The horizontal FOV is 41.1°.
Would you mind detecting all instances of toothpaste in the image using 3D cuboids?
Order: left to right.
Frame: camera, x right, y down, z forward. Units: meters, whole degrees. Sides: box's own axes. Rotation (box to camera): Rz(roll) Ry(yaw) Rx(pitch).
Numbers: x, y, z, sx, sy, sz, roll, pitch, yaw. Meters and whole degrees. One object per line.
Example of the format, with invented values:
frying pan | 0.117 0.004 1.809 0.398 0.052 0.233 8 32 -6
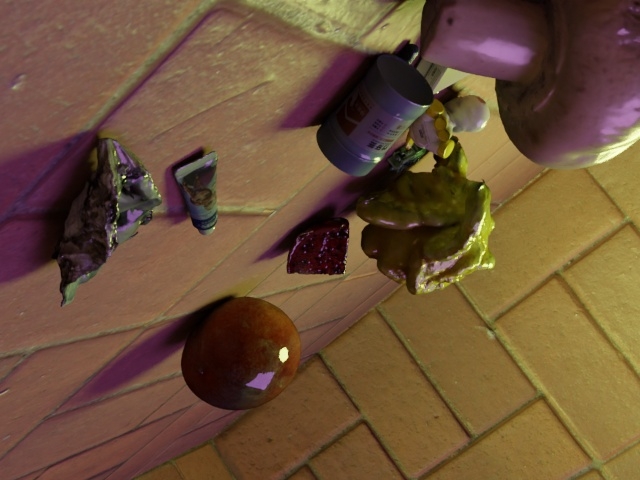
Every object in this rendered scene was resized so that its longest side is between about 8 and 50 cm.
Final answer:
toothpaste | -0.163 -0.058 1.160 0.062 0.037 0.216 -32 162 -16

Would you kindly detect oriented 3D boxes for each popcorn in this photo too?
popcorn | 0.236 -0.031 1.756 0.325 0.290 0.321 -15 -162 46

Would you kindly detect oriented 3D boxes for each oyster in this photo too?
oyster | -0.254 -0.003 0.980 0.199 0.087 0.252 -46 176 -3

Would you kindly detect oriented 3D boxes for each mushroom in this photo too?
mushroom | 0.287 -0.259 1.118 0.336 0.314 0.314 10 149 -16

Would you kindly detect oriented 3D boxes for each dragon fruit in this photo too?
dragon fruit | -0.002 0.000 1.751 0.161 0.120 0.127 -85 -179 -73

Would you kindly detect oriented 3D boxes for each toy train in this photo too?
toy train | 0.169 -0.167 1.677 0.083 0.033 0.053 -31 162 -24

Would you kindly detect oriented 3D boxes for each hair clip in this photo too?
hair clip | 0.094 -0.211 1.291 0.070 0.039 0.229 -29 164 -28

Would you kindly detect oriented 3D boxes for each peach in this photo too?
peach | -0.171 0.245 1.815 0.252 0.252 0.252 -35 168 -9

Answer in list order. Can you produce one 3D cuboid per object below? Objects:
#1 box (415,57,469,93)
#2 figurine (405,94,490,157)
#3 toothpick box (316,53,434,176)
box | 0.219 -0.296 1.285 0.129 0.051 0.130 -30 167 -27
figurine | 0.237 -0.224 1.559 0.178 0.109 0.129 -32 -167 -22
toothpick box | 0.075 -0.177 1.217 0.101 0.101 0.153 -22 159 -50
